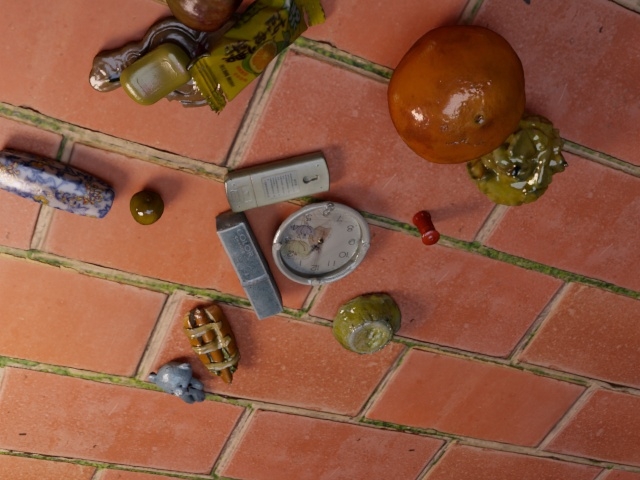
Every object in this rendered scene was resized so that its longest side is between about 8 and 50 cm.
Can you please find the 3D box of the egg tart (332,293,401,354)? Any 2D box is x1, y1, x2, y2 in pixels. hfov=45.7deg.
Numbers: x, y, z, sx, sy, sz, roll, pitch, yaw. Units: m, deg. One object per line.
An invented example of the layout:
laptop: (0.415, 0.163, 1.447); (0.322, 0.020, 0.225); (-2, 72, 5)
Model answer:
egg tart: (0.126, 0.229, 1.968); (0.197, 0.078, 0.197); (-7, 130, -8)

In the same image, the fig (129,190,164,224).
fig: (-0.376, -0.066, 1.640); (0.073, 0.074, 0.088); (6, 140, -17)

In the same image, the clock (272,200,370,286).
clock: (0.000, 0.000, 1.783); (0.236, 0.053, 0.237); (-8, 128, -10)

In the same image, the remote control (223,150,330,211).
remote control: (-0.095, -0.128, 1.677); (0.233, 0.038, 0.098); (-13, 128, -4)

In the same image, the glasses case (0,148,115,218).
glasses case: (-0.550, -0.115, 1.567); (0.247, 0.065, 0.087); (19, 118, -23)

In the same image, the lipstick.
lipstick: (-0.164, 0.056, 1.773); (0.077, 0.076, 0.290); (-18, 128, 3)

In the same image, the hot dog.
hot dog: (-0.267, 0.263, 1.909); (0.109, 0.072, 0.270); (-15, 127, 2)

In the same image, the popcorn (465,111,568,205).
popcorn: (0.427, -0.178, 1.674); (0.189, 0.169, 0.218); (13, 116, -23)

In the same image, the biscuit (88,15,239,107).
biscuit: (-0.289, -0.342, 1.473); (0.319, 0.047, 0.184); (-5, 124, -8)

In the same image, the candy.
candy: (-0.116, -0.374, 1.403); (0.297, 0.081, 0.187); (-42, 159, -6)

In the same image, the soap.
soap: (-0.308, -0.314, 1.433); (0.140, 0.045, 0.089); (-30, 128, 10)

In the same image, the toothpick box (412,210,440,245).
toothpick box: (0.251, -0.028, 1.799); (0.047, 0.083, 0.047); (-6, 129, -8)

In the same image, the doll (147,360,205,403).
doll: (-0.361, 0.384, 1.973); (0.120, 0.075, 0.180); (-20, 127, 7)

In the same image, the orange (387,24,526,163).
orange: (0.276, -0.291, 1.525); (0.283, 0.226, 0.284); (-10, 129, -12)

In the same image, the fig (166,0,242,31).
fig: (-0.223, -0.505, 1.293); (0.190, 0.191, 0.290); (-25, 114, 6)
